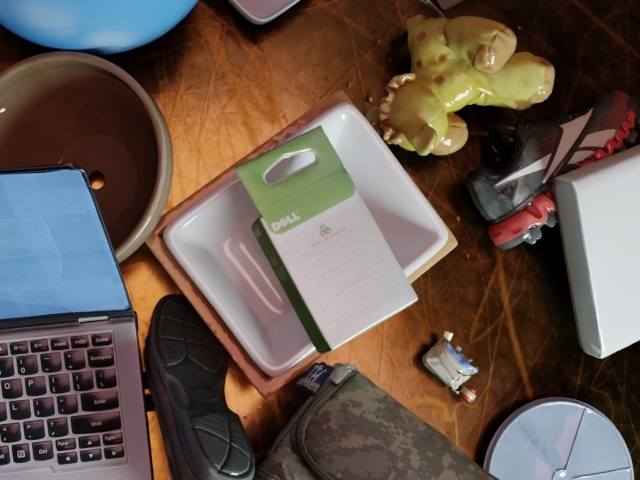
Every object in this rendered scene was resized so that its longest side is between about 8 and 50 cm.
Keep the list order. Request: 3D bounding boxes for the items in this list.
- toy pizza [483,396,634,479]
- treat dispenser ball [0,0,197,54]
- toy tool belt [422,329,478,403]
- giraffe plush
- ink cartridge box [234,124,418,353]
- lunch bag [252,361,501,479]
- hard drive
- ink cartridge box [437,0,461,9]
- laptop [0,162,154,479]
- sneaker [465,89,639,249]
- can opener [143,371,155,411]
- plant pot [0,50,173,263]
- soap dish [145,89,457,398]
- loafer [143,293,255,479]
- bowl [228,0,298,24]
[{"bbox_3d":[0.291,0.295,1.048,0.202,0.032,0.201,2,81,-12],"label":"toy pizza"},{"bbox_3d":[-0.247,-0.340,0.887,0.288,0.288,0.288,2,81,-13],"label":"treat dispenser ball"},{"bbox_3d":[0.168,0.152,1.032,0.083,0.052,0.051,42,83,-5],"label":"toy tool belt"},{"bbox_3d":[0.147,-0.176,1.029,0.210,0.181,0.170,30,90,-7],"label":"giraffe plush"},{"bbox_3d":[0.000,0.000,0.886,0.109,0.062,0.209,-28,88,-16],"label":"ink cartridge box"},{"bbox_3d":[0.057,0.302,0.885,0.305,0.212,0.256,34,64,12],"label":"lunch bag"},{"bbox_3d":[0.463,-0.023,1.080,0.353,0.047,0.232,-21,108,-20],"label":"hard drive"},{"bbox_3d":[0.211,-0.407,1.087,0.176,0.127,0.128,-34,91,-15],"label":"ink cartridge box"},{"bbox_3d":[-0.362,0.153,0.754,0.382,0.236,0.407,-5,94,-5],"label":"laptop"},{"bbox_3d":[0.291,-0.118,1.076,0.276,0.098,0.135,-42,95,-14],"label":"sneaker"},{"bbox_3d":[-0.231,0.167,0.934,0.186,0.073,0.059,9,71,-21],"label":"can opener"},{"bbox_3d":[-0.261,-0.074,0.917,0.238,0.110,0.237,-1,85,10],"label":"plant pot"},{"bbox_3d":[-0.023,0.001,0.975,0.291,0.118,0.229,-37,91,-15],"label":"soap dish"},{"bbox_3d":[-0.144,0.166,0.885,0.096,0.267,0.084,22,116,-33],"label":"loafer"},{"bbox_3d":[-0.074,-0.344,1.050,0.142,0.053,0.142,-42,93,-15],"label":"bowl"}]
